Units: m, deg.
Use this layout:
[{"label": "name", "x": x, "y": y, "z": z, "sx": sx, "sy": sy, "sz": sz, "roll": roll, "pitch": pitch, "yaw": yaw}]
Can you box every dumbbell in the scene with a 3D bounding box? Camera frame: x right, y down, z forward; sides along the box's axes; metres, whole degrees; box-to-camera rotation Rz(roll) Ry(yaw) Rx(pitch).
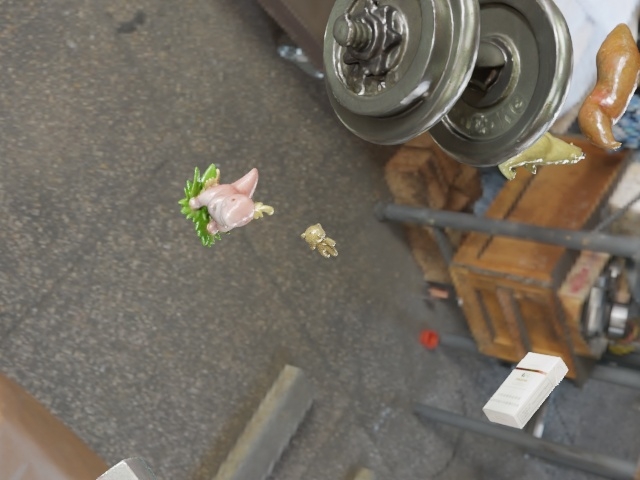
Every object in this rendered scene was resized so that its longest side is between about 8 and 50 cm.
[{"label": "dumbbell", "x": 0.122, "y": -0.175, "z": 1.000, "sx": 0.290, "sy": 0.192, "sz": 0.192, "roll": 5, "pitch": 94, "yaw": -43}]

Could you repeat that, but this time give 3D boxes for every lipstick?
[{"label": "lipstick", "x": -0.296, "y": 0.378, "z": 1.587, "sx": 0.068, "sy": 0.317, "sz": 0.066, "roll": -35, "pitch": 84, "yaw": -11}]

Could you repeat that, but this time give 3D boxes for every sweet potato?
[{"label": "sweet potato", "x": 0.333, "y": -0.183, "z": 1.174, "sx": 0.058, "sy": 0.055, "sz": 0.202, "roll": 80, "pitch": 29, "yaw": -53}]

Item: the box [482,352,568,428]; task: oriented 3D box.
[{"label": "box", "x": 0.377, "y": 0.274, "z": 1.905, "sx": 0.154, "sy": 0.084, "sz": 0.040, "roll": -44, "pitch": 111, "yaw": -24}]

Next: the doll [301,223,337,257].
[{"label": "doll", "x": -0.002, "y": 0.007, "z": 2.213, "sx": 0.093, "sy": 0.061, "sz": 0.051, "roll": 64, "pitch": 33, "yaw": -27}]

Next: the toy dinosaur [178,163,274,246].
[{"label": "toy dinosaur", "x": -0.178, "y": -0.082, "z": 1.968, "sx": 0.194, "sy": 0.177, "sz": 0.152, "roll": -38, "pitch": 105, "yaw": -49}]

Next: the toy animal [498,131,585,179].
[{"label": "toy animal", "x": 0.329, "y": -0.170, "z": 1.706, "sx": 0.218, "sy": 0.101, "sz": 0.103, "roll": 39, "pitch": 32, "yaw": -11}]
